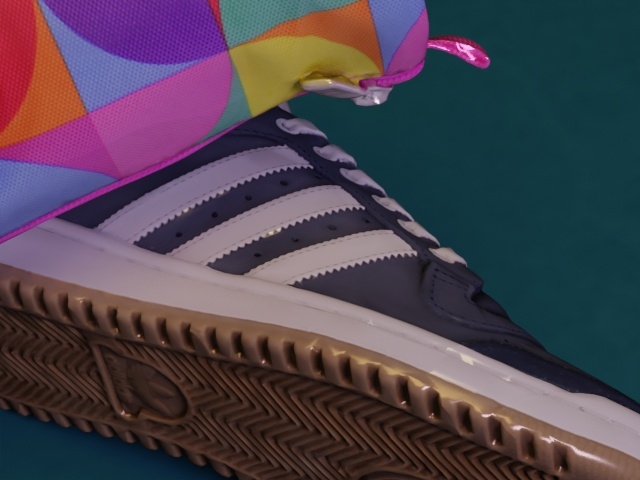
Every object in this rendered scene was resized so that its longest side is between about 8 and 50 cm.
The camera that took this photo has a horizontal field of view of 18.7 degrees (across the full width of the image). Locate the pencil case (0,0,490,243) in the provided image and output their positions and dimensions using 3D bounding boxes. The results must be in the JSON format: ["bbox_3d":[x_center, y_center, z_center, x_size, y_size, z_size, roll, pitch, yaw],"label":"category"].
[{"bbox_3d":[-0.078,-0.052,0.549,0.236,0.104,0.104,-22,50,-2],"label":"pencil case"}]

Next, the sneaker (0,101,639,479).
[{"bbox_3d":[0.000,0.000,0.615,0.282,0.099,0.153,17,52,20],"label":"sneaker"}]
